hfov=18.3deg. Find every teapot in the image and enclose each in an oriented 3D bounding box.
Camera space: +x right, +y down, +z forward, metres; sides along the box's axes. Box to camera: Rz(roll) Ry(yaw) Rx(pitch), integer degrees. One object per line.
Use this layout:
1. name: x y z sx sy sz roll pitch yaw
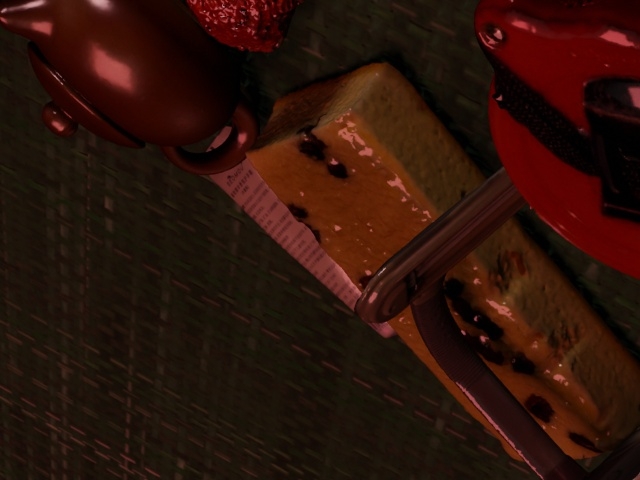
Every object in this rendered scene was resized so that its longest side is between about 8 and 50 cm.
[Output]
1. teapot: -0.139 -0.119 1.456 0.252 0.135 0.178 41 -171 -43

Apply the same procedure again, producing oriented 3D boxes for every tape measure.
1. tape measure: 0.226 -0.078 1.222 0.253 0.114 0.260 14 141 31

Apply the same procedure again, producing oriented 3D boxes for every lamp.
1. lamp: 0.168 0.064 1.401 0.283 0.203 0.124 49 177 -16

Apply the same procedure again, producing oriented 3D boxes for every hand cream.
1. hand cream: 0.000 0.000 1.591 0.234 0.050 0.080 42 147 0

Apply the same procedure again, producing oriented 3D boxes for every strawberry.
1. strawberry: -0.057 -0.177 1.386 0.096 0.083 0.083 31 148 -10

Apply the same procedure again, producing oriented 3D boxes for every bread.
1. bread: 0.103 0.030 1.498 0.361 0.077 0.138 49 145 -19
